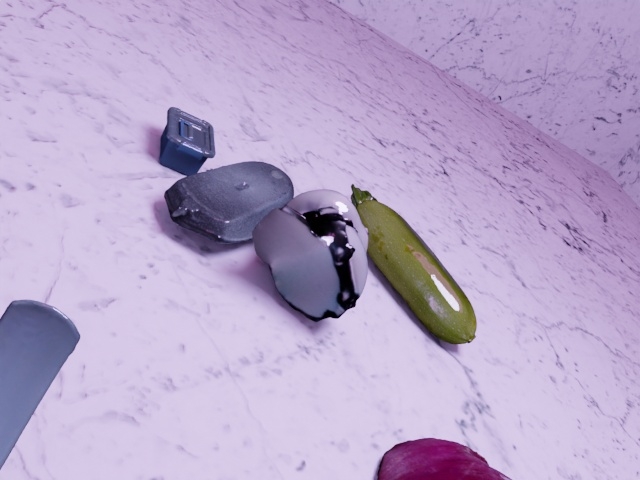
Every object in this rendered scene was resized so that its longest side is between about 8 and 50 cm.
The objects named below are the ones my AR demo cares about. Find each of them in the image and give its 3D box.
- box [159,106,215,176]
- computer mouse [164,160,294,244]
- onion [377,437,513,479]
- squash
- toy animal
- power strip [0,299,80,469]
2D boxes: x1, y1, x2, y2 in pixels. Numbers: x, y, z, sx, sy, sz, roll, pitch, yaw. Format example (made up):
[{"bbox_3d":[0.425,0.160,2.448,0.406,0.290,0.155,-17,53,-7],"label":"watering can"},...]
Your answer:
[{"bbox_3d":[-0.199,-0.141,0.974,0.074,0.054,0.099,24,30,-27],"label":"box"},{"bbox_3d":[-0.122,-0.045,0.903,0.113,0.068,0.229,39,36,19],"label":"computer mouse"},{"bbox_3d":[0.182,0.296,0.689,0.250,0.111,0.247,33,29,-5],"label":"onion"},{"bbox_3d":[0.131,0.027,1.068,0.094,0.094,0.341,1,47,-49],"label":"squash"},{"bbox_3d":[0.000,0.000,0.879,0.138,0.166,0.179,3,25,13],"label":"toy animal"},{"bbox_3d":[-0.220,0.142,0.386,0.054,0.167,0.253,35,23,-19],"label":"power strip"}]
